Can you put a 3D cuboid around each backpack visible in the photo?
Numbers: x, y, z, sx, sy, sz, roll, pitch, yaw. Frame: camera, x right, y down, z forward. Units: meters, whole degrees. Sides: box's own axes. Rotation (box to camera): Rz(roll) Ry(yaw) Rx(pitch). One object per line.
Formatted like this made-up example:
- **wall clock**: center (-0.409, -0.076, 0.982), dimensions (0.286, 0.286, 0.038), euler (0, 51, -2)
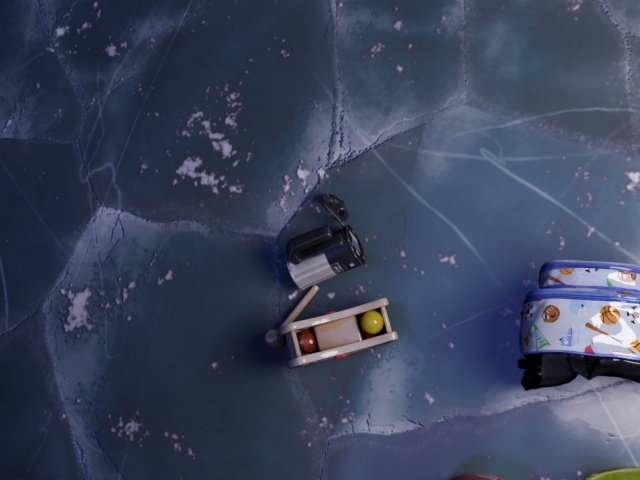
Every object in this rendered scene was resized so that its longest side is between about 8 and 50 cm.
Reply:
- **backpack**: center (0.443, 0.138, 1.246), dimensions (0.276, 0.263, 0.213), euler (-3, 83, 19)

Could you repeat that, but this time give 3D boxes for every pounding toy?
- **pounding toy**: center (0.001, 0.148, 1.452), dimensions (0.269, 0.154, 0.155), euler (-18, 79, 16)

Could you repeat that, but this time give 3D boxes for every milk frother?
- **milk frother**: center (0.000, 0.000, 1.510), dimensions (0.134, 0.129, 0.143), euler (-23, 34, 15)

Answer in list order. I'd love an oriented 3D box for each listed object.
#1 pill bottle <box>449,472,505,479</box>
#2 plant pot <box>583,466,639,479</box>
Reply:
- **pill bottle**: center (0.233, 0.501, 1.224), dimensions (0.210, 0.363, 0.210), euler (-2, 84, 18)
- **plant pot**: center (0.549, 0.576, 1.141), dimensions (0.366, 0.366, 0.353), euler (6, 97, 19)
